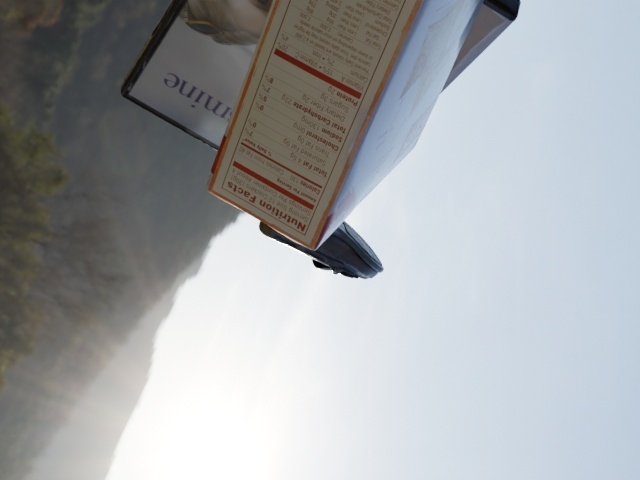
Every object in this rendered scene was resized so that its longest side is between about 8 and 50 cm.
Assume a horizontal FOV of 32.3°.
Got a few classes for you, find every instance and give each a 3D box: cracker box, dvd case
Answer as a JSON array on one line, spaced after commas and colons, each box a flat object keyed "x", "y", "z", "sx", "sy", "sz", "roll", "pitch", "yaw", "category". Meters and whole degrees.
[{"x": 0.039, "y": -0.127, "z": 0.524, "sx": 0.156, "sy": 0.067, "sz": 0.232, "roll": -46, "pitch": 164, "yaw": -57, "category": "cracker box"}, {"x": -0.013, "y": -0.127, "z": 0.742, "sx": 0.253, "sy": 0.180, "sz": 0.022, "roll": -43, "pitch": -157, "yaw": 50, "category": "dvd case"}]

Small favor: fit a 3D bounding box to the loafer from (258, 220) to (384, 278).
[{"x": 0.000, "y": 0.000, "z": 1.653, "sx": 0.084, "sy": 0.267, "sz": 0.096, "roll": -41, "pitch": -129, "yaw": 8, "category": "loafer"}]
